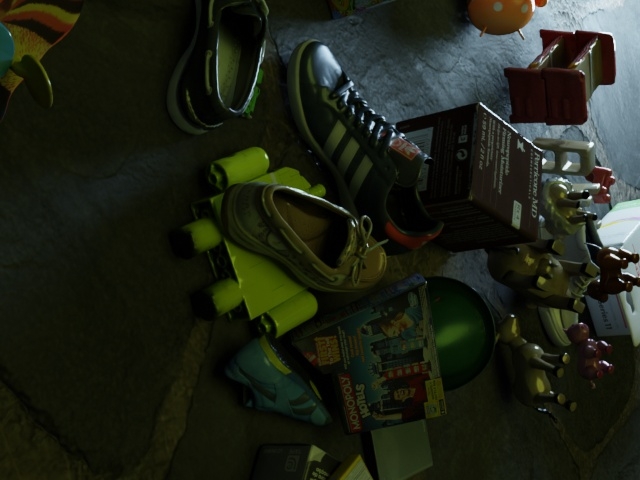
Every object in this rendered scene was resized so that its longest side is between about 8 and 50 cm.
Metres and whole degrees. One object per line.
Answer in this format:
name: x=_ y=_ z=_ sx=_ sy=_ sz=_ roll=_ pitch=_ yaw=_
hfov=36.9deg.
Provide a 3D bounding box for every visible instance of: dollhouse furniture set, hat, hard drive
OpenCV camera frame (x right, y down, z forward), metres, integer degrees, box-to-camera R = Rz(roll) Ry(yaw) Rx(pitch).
dollhouse furniture set: x=0.487 y=-0.208 z=1.909 sx=0.201 sy=0.152 sz=0.374 roll=-44 pitch=132 yaw=-44
hat: x=0.126 y=0.151 z=1.364 sx=0.173 sy=0.208 sz=0.183 roll=63 pitch=25 yaw=9
hard drive: x=0.118 y=0.315 z=1.455 sx=0.135 sy=0.022 sz=0.094 roll=-11 pitch=90 yaw=-49

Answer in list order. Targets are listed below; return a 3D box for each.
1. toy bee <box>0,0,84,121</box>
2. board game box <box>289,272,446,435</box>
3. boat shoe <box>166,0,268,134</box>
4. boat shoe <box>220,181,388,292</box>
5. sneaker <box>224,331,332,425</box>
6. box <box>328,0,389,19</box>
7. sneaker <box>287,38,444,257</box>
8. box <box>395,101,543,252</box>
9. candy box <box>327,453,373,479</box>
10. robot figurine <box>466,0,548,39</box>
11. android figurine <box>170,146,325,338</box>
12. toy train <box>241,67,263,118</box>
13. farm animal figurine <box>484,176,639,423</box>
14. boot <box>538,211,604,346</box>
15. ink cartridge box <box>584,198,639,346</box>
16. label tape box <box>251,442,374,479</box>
toy bee: x=-0.348 y=-0.175 z=0.953 sx=0.162 sy=0.298 sz=0.195 roll=66 pitch=-2 yaw=-56
board game box: x=0.061 y=0.160 z=1.318 sx=0.060 sy=0.194 sz=0.194 roll=-116 pitch=-164 yaw=-78
boat shoe: x=-0.112 y=-0.277 z=1.260 sx=0.114 sy=0.091 sz=0.303 roll=28 pitch=63 yaw=-42
boat shoe: x=0.000 y=0.000 z=1.249 sx=0.285 sy=0.089 sz=0.105 roll=22 pitch=68 yaw=-42
sneaker: x=-0.055 y=0.197 z=1.266 sx=0.209 sy=0.082 sz=0.069 roll=51 pitch=4 yaw=-47
box: x=0.123 y=-0.519 z=1.429 sx=0.177 sy=0.279 sz=0.290 roll=-31 pitch=107 yaw=-46
sneaker: x=0.078 y=-0.141 z=1.404 sx=0.131 sy=0.148 sz=0.350 roll=-44 pitch=115 yaw=-43
box: x=0.236 y=-0.096 z=1.557 sx=0.203 sy=0.167 sz=0.168 roll=26 pitch=64 yaw=-43
candy box: x=0.009 y=0.365 z=1.163 sx=0.206 sy=0.027 sz=0.105 roll=-41 pitch=113 yaw=-43
robot figurine: x=0.333 y=-0.475 z=1.768 sx=0.158 sy=0.128 sz=0.219 roll=15 pitch=72 yaw=-53
android figurine: x=-0.074 y=0.000 z=1.280 sx=0.273 sy=0.056 sz=0.248 roll=-25 pitch=101 yaw=-46
toy train: x=-0.095 y=-0.204 z=1.322 sx=0.023 sy=0.017 sz=0.083 roll=40 pitch=55 yaw=-49
farm animal figurine: x=0.394 y=0.102 z=1.693 sx=0.330 sy=0.172 sz=0.327 roll=-52 pitch=120 yaw=-20
boot: x=0.484 y=0.073 z=1.835 sx=0.095 sy=0.123 sz=0.258 roll=-11 pitch=91 yaw=-49
ink cartridge box: x=0.643 y=0.065 z=2.019 sx=0.353 sy=0.119 sz=0.207 roll=-33 pitch=108 yaw=-47
label tape box: x=-0.010 y=0.459 z=1.222 sx=0.240 sy=0.106 sz=0.334 roll=38 pitch=56 yaw=-37
